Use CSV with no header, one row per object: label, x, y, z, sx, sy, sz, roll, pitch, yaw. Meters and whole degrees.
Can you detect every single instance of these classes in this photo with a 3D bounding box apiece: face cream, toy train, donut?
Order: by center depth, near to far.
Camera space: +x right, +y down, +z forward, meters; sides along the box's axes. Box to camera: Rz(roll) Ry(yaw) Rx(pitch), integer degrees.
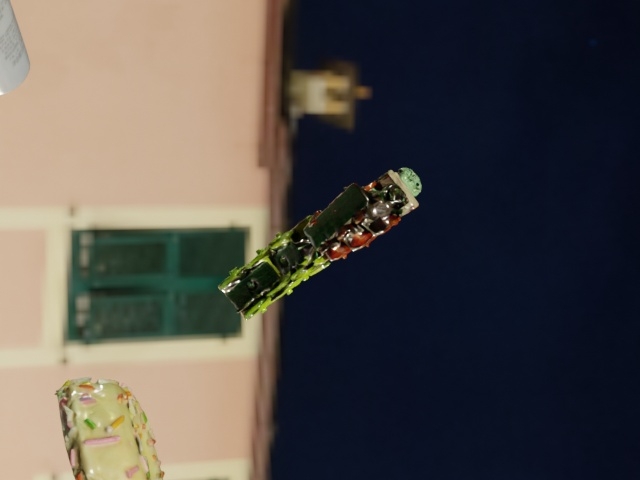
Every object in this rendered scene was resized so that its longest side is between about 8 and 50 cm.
toy train,0.000,0.000,1.588,0.053,0.085,0.250,55,-41,-1
donut,-0.174,0.197,1.591,0.174,0.068,0.174,163,-90,-87
face cream,-0.338,-0.234,1.795,0.198,0.057,0.084,76,24,-44
